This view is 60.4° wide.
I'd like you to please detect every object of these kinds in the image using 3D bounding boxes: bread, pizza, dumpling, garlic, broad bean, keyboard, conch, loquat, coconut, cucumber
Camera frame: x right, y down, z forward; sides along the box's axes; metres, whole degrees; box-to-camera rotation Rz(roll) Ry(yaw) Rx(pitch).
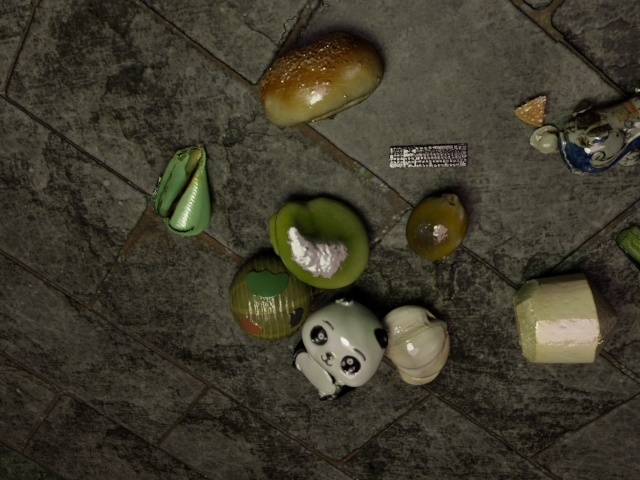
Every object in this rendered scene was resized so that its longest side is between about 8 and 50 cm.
[{"bbox_3d":[-0.017,-0.361,1.267,0.314,0.192,0.171,-15,117,19],"label":"bread"},{"bbox_3d":[0.502,-0.308,1.287,0.083,0.025,0.078,28,126,-13],"label":"pizza"},{"bbox_3d":[0.542,-0.240,1.312,0.076,0.057,0.052,9,166,21],"label":"dumpling"},{"bbox_3d":[0.290,0.303,1.597,0.203,0.185,0.281,-30,109,2],"label":"garlic"},{"bbox_3d":[0.000,0.000,1.485,0.291,0.119,0.238,37,88,-6],"label":"broad bean"},{"bbox_3d":[0.273,-0.213,1.396,0.195,0.018,0.060,-1,117,12],"label":"keyboard"},{"bbox_3d":[-0.381,-0.128,1.510,0.143,0.137,0.251,2,120,11],"label":"conch"},{"bbox_3d":[0.302,-0.039,1.415,0.152,0.152,0.195,21,134,-1],"label":"loquat"},{"bbox_3d":[0.641,0.206,1.439,0.244,0.239,0.239,-9,117,17],"label":"coconut"},{"bbox_3d":[0.839,0.052,1.411,0.211,0.062,0.078,41,86,-6],"label":"cucumber"}]

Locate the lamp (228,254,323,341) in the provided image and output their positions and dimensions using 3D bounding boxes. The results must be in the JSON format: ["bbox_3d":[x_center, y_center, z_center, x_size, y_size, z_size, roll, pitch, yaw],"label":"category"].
[{"bbox_3d":[-0.118,0.158,1.571,0.284,0.250,0.250,-11,119,-8],"label":"lamp"}]

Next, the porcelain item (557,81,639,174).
[{"bbox_3d":[0.692,-0.239,1.239,0.288,0.138,0.186,-23,130,18],"label":"porcelain item"}]

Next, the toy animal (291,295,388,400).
[{"bbox_3d":[0.059,0.297,1.572,0.251,0.251,0.310,28,140,-5],"label":"toy animal"}]
